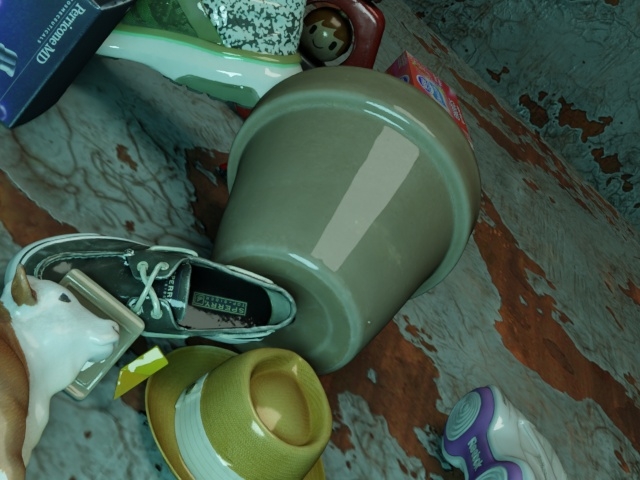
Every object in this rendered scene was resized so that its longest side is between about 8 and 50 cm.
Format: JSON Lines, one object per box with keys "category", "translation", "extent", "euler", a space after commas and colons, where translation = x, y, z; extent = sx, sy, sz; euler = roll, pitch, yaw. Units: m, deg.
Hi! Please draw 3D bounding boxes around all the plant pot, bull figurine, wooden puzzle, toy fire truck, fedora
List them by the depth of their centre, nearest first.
{"category": "bull figurine", "translation": [-0.222, 0.095, 0.498], "extent": [0.310, 0.101, 0.188], "euler": [9, 43, -55]}
{"category": "wooden puzzle", "translation": [-0.172, 0.068, 0.676], "extent": [0.116, 0.078, 0.014], "euler": [48, -4, -11]}
{"category": "fedora", "translation": [-0.046, 0.140, 0.748], "extent": [0.194, 0.079, 0.194], "euler": [37, 23, -19]}
{"category": "plant pot", "translation": [0.000, 0.000, 0.901], "extent": [0.263, 0.263, 0.229], "euler": [41, 42, -9]}
{"category": "toy fire truck", "translation": [-0.045, -0.309, 1.278], "extent": [0.302, 0.254, 0.169], "euler": [44, 23, -3]}

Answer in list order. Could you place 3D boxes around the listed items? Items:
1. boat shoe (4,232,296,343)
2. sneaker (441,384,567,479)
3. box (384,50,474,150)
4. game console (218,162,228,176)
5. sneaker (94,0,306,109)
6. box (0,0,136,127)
{"category": "boat shoe", "translation": [-0.124, 0.036, 0.723], "extent": [0.219, 0.070, 0.078], "euler": [9, 79, -27]}
{"category": "sneaker", "translation": [0.200, 0.260, 0.915], "extent": [0.152, 0.114, 0.305], "euler": [39, 24, -11]}
{"category": "box", "translation": [0.160, -0.202, 1.615], "extent": [0.128, 0.122, 0.257], "euler": [36, 25, -19]}
{"category": "game console", "translation": [-0.047, -0.045, 1.141], "extent": [0.124, 0.085, 0.144], "euler": [18, 16, 17]}
{"category": "sneaker", "translation": [-0.190, -0.282, 0.994], "extent": [0.410, 0.182, 0.158], "euler": [17, 20, -8]}
{"category": "box", "translation": [-0.295, -0.233, 0.857], "extent": [0.207, 0.153, 0.108], "euler": [41, 23, -8]}
